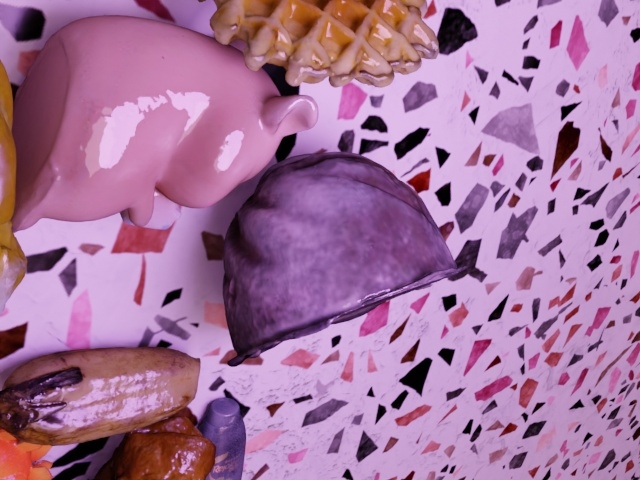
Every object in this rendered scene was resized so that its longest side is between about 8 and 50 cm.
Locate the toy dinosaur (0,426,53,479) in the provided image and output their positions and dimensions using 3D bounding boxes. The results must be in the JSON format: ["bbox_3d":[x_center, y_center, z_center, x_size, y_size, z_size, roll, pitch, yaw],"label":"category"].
[{"bbox_3d":[-0.388,0.278,0.759,0.117,0.070,0.288,-21,130,-25],"label":"toy dinosaur"}]

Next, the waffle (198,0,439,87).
[{"bbox_3d":[-0.004,-0.256,0.629,0.261,0.250,0.056,-15,159,-32],"label":"waffle"}]

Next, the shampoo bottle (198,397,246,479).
[{"bbox_3d":[-0.161,0.353,0.970,0.087,0.049,0.234,-6,118,-35],"label":"shampoo bottle"}]

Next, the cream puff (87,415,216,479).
[{"bbox_3d":[-0.231,0.365,0.797,0.154,0.269,0.241,31,135,-16],"label":"cream puff"}]

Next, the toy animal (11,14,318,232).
[{"bbox_3d":[-0.164,-0.106,0.620,0.256,0.195,0.213,1,123,-39],"label":"toy animal"}]

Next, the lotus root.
[{"bbox_3d":[-0.268,0.189,0.769,0.258,0.097,0.110,2,83,-39],"label":"lotus root"}]

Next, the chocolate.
[{"bbox_3d":[0.000,0.000,0.759,0.303,0.303,0.213,-17,79,-28],"label":"chocolate"}]

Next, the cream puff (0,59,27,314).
[{"bbox_3d":[-0.410,-0.018,0.461,0.378,0.275,0.379,3,83,-22],"label":"cream puff"}]
